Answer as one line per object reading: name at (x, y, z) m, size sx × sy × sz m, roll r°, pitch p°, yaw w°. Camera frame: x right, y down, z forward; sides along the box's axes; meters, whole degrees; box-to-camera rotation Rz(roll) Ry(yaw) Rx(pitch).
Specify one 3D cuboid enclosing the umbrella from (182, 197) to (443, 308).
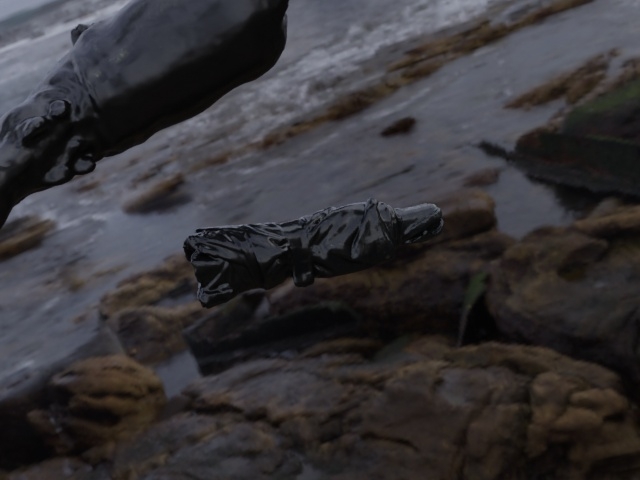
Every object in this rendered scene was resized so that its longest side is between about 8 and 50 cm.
umbrella at (0.000, 0.000, 0.811) m, size 0.235 × 0.066 × 0.059 m, roll -14°, pitch 14°, yaw -18°

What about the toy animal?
toy animal at (-0.172, -0.120, 0.762) m, size 0.343 × 0.106 × 0.168 m, roll -39°, pitch 28°, yaw -15°
